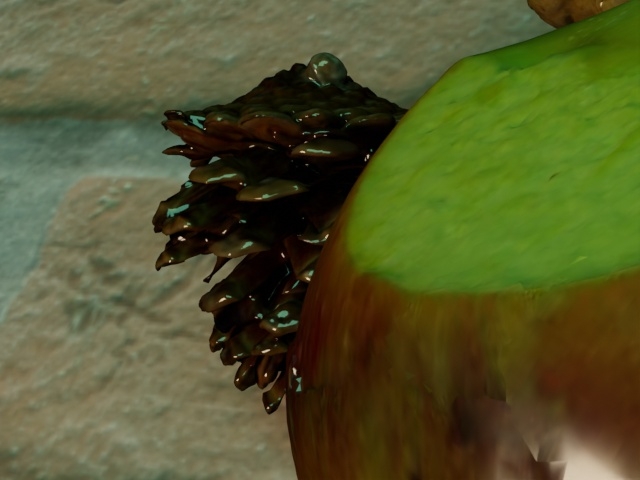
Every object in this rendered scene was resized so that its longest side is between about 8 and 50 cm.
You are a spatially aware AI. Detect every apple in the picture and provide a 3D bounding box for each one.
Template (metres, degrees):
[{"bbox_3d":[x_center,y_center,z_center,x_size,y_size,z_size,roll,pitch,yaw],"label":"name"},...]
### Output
[{"bbox_3d":[0.188,0.049,0.517,0.374,0.374,0.384,-44,54,-9],"label":"apple"}]

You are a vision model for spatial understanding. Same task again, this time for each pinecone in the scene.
[{"bbox_3d":[0.000,0.000,0.792,0.174,0.173,0.173,-14,51,17],"label":"pinecone"}]

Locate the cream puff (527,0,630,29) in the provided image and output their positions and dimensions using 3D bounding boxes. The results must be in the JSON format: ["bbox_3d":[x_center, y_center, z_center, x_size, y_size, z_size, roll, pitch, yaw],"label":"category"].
[{"bbox_3d":[0.204,-0.154,0.809,0.169,0.183,0.183,27,69,16],"label":"cream puff"}]
